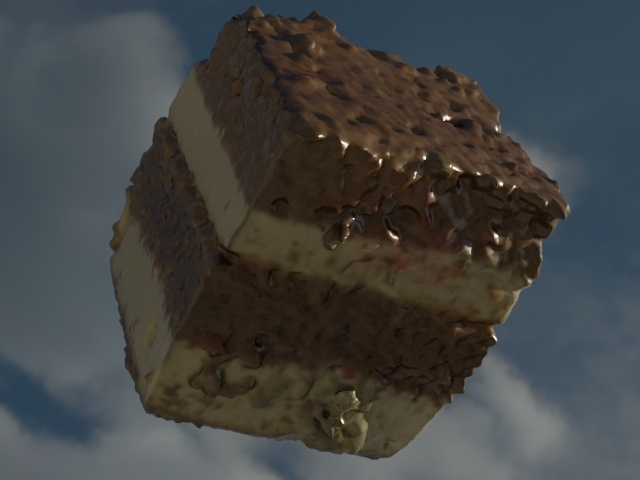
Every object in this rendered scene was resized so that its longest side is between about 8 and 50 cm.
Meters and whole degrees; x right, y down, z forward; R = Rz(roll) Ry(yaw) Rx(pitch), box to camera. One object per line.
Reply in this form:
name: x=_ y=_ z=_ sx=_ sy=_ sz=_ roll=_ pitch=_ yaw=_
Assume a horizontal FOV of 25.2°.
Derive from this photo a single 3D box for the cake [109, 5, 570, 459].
cake: x=0.000 y=0.000 z=1.135 sx=0.256 sy=0.282 sz=0.290 roll=16 pitch=-67 yaw=-24
